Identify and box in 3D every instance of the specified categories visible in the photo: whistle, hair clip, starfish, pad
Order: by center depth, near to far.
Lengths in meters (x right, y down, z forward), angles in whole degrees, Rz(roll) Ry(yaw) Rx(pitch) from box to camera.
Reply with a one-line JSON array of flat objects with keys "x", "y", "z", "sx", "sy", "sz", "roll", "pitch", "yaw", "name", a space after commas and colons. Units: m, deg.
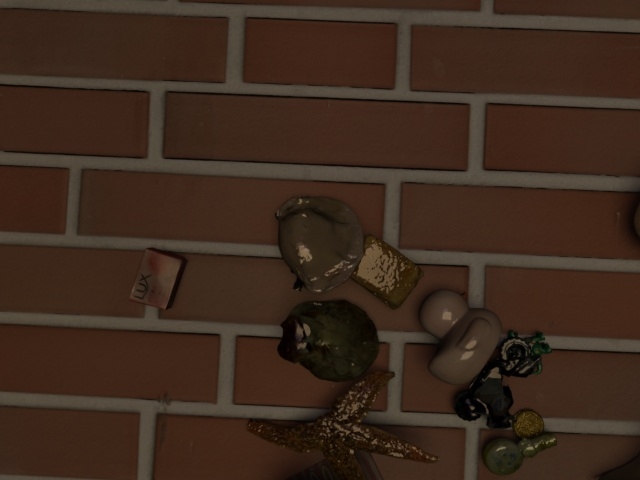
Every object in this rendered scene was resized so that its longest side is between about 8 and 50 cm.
[{"x": 0.849, "y": 0.614, "z": 1.382, "sx": 0.282, "sy": 0.172, "sz": 0.113, "roll": -43, "pitch": 81, "yaw": 9, "name": "hair clip"}, {"x": 0.068, "y": 0.512, "z": 1.404, "sx": 0.398, "sy": 0.132, "sz": 0.383, "roll": -43, "pitch": 92, "yaw": 2, "name": "starfish"}, {"x": 0.529, "y": 0.557, "z": 1.421, "sx": 0.199, "sy": 0.057, "sz": 0.104, "roll": -25, "pitch": 107, "yaw": 6, "name": "whistle"}, {"x": 0.029, "y": 0.700, "z": 1.454, "sx": 0.300, "sy": 0.005, "sz": 0.202, "roll": -26, "pitch": 89, "yaw": 0, "name": "pad"}]

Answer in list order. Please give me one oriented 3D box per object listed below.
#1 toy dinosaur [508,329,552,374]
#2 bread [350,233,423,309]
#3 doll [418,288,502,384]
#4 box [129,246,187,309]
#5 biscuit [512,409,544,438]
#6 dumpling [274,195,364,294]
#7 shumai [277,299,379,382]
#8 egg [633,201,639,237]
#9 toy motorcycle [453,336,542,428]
[{"x": 0.567, "y": 0.297, "z": 1.442, "sx": 0.096, "sy": 0.059, "sz": 0.132, "roll": -22, "pitch": 80, "yaw": 8, "name": "toy dinosaur"}, {"x": 0.168, "y": 0.085, "z": 1.422, "sx": 0.196, "sy": 0.102, "sz": 0.138, "roll": 38, "pitch": 91, "yaw": 0, "name": "bread"}, {"x": 0.341, "y": 0.237, "z": 1.377, "sx": 0.221, "sy": 0.221, "sz": 0.251, "roll": 35, "pitch": 62, "yaw": 1, "name": "doll"}, {"x": -0.440, "y": 0.103, "z": 1.446, "sx": 0.112, "sy": 0.060, "sz": 0.156, "roll": 17, "pitch": 88, "yaw": 2, "name": "box"}, {"x": 0.564, "y": 0.502, "z": 1.447, "sx": 0.084, "sy": 0.023, "sz": 0.083, "roll": 0, "pitch": 88, "yaw": 1, "name": "biscuit"}, {"x": -0.010, "y": 0.010, "z": 1.401, "sx": 0.205, "sy": 0.163, "sz": 0.292, "roll": -8, "pitch": 59, "yaw": -28, "name": "dumpling"}, {"x": 0.027, "y": 0.268, "z": 1.370, "sx": 0.272, "sy": 0.203, "sz": 0.221, "roll": 6, "pitch": 90, "yaw": -3, "name": "shumai"}, {"x": 0.949, "y": -0.069, "z": 1.397, "sx": 0.287, "sy": 0.174, "sz": 0.264, "roll": -19, "pitch": 85, "yaw": -26, "name": "egg"}, {"x": 0.483, "y": 0.391, "z": 1.408, "sx": 0.159, "sy": 0.106, "sz": 0.270, "roll": 40, "pitch": 96, "yaw": 4, "name": "toy motorcycle"}]
